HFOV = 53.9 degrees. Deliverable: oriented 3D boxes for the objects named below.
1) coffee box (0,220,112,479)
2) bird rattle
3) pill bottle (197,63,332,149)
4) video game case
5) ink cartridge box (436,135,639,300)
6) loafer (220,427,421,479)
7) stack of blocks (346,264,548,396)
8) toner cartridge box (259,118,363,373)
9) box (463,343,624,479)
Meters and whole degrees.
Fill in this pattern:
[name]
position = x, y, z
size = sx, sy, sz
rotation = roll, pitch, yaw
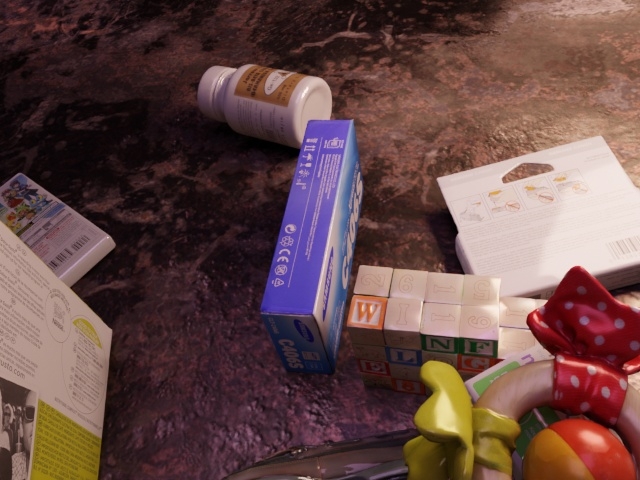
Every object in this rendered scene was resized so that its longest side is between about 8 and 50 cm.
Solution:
[coffee box]
position = -0.483, 0.205, 0.739
size = 0.337, 0.338, 0.334
rotation = -9, 58, 4
[bird rattle]
position = 0.194, 0.159, 0.515
size = 0.253, 0.143, 0.207
rotation = -22, 62, -16
[pill bottle]
position = -0.106, -0.254, 1.163
size = 0.229, 0.131, 0.131
rotation = 18, 58, 25
[video game case]
position = -0.569, 0.049, 1.094
size = 0.300, 0.036, 0.329
rotation = 29, 65, 30
[ink cartridge box]
position = 0.334, -0.025, 0.932
size = 0.275, 0.060, 0.239
rotation = -14, 50, 2
[loafer]
position = 0.007, 0.284, 0.759
size = 0.267, 0.096, 0.084
rotation = -6, 31, -1
[stack of blocks]
position = 0.194, 0.125, 0.775
size = 0.297, 0.171, 0.087
rotation = 5, 54, 15
[toner cartridge box]
position = 0.000, 0.000, 0.921
size = 0.075, 0.165, 0.348
rotation = 1, 54, 14
[box]
position = 0.259, 0.265, 0.613
size = 0.126, 0.231, 0.262
rotation = -25, 52, -7
